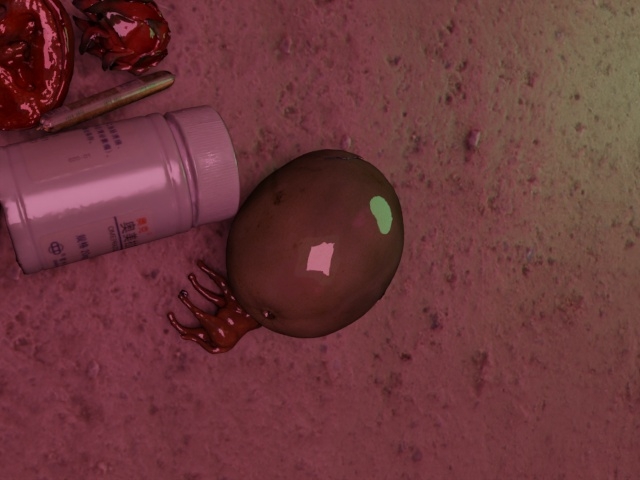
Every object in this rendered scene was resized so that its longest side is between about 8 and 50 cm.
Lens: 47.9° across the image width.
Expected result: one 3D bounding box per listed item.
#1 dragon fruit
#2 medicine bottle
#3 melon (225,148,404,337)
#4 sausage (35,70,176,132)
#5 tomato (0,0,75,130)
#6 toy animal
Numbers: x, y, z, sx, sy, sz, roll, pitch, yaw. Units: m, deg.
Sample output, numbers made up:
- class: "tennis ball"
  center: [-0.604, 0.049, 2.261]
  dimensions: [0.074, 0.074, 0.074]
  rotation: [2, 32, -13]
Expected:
- class: "dragon fruit"
  center: [-0.300, -0.321, 1.104]
  dimensions: [0.142, 0.130, 0.121]
  rotation: [-6, 121, -62]
- class: "medicine bottle"
  center: [-0.301, -0.083, 1.081]
  dimensions: [0.332, 0.190, 0.190]
  rotation: [-16, 100, -19]
- class: "melon"
  center: [0.000, 0.000, 1.160]
  dimensions: [0.268, 0.268, 0.330]
  rotation: [47, 51, -18]
- class: "sausage"
  center: [-0.317, -0.214, 1.095]
  dimensions: [0.269, 0.033, 0.033]
  rotation: [-36, 108, -43]
- class: "tomato"
  center: [-0.462, -0.278, 1.054]
  dimensions: [0.228, 0.101, 0.228]
  rotation: [-1, 106, -4]
- class: "toy animal"
  center: [-0.120, 0.106, 1.238]
  dimensions: [0.230, 0.066, 0.224]
  rotation: [32, 63, -11]
